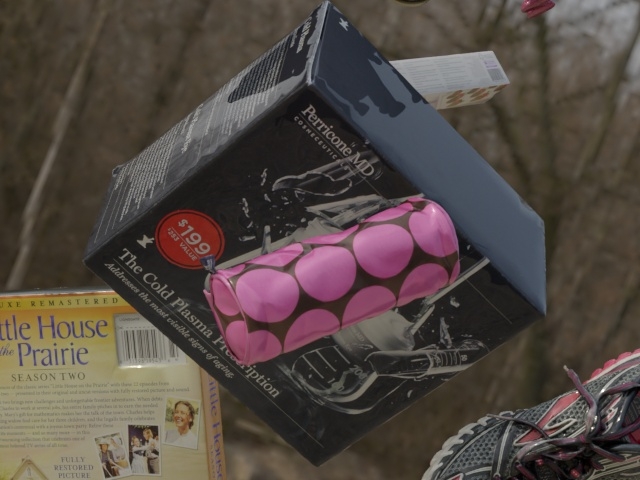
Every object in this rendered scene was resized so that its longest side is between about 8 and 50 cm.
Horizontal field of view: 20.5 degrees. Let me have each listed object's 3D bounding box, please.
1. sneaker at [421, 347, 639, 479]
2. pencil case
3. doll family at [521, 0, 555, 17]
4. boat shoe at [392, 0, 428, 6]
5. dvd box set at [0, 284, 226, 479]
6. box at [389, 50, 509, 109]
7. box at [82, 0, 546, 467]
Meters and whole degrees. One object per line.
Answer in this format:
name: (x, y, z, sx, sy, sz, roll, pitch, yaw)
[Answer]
sneaker: (0.210, 0.177, 1.505, 0.121, 0.299, 0.112, 57, -12, 0)
pencil case: (0.009, 0.029, 1.482, 0.209, 0.095, 0.098, -18, 11, -18)
doll family: (0.215, -0.352, 1.897, 0.163, 0.118, 0.263, 66, 15, 12)
boat shoe: (0.099, -0.433, 2.094, 0.113, 0.302, 0.103, -3, -10, -12)
dvd box set: (-0.265, 0.264, 2.136, 0.307, 0.421, 0.062, -4, 5, 18)
box: (0.166, -0.236, 2.673, 0.324, 0.063, 0.067, -14, 71, -50)
box: (0.000, 0.000, 1.768, 0.343, 0.312, 0.179, 43, 27, -20)
